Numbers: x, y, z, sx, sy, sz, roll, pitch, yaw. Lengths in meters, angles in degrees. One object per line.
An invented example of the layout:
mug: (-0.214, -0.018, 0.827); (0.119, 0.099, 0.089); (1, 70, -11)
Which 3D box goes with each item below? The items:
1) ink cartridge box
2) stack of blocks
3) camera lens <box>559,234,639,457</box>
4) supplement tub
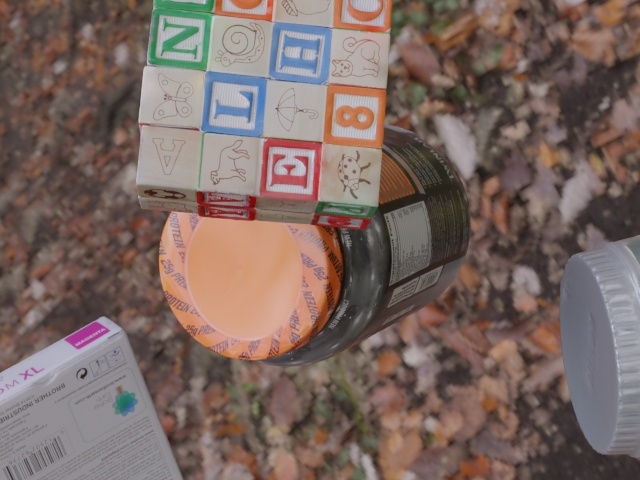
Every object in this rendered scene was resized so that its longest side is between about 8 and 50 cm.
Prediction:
ink cartridge box: (-0.238, 0.253, 1.434); (0.186, 0.311, 0.065); (-29, 28, -22)
stack of blocks: (-0.036, -0.167, 1.034); (0.171, 0.087, 0.297); (6, 79, -3)
camera lens: (0.394, 0.095, 1.378); (0.274, 0.219, 0.219); (-6, 45, -6)
supplement tub: (0.000, 0.000, 1.332); (0.207, 0.338, 0.207); (4, 99, 24)
